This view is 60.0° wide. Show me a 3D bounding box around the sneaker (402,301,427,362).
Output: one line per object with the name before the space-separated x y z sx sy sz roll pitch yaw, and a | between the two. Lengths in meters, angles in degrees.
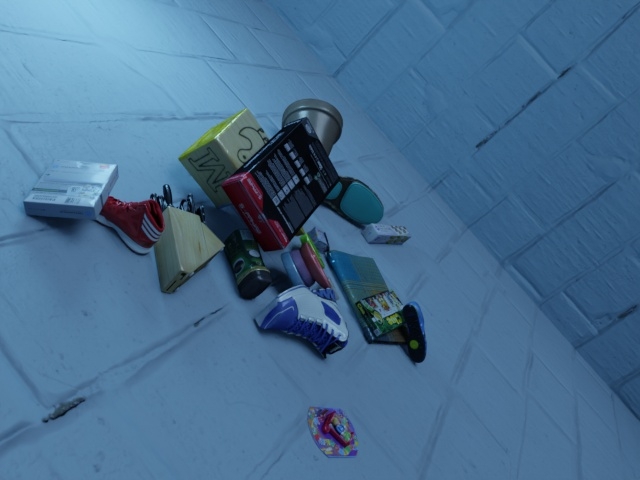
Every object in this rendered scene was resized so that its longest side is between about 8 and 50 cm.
sneaker | 0.337 0.315 1.918 0.082 0.069 0.209 -3 83 -60

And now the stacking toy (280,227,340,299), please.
stacking toy | -0.075 0.064 1.737 0.309 0.130 0.279 65 3 39

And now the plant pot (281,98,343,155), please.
plant pot | -0.041 -0.421 2.325 0.263 0.263 0.229 29 48 -32

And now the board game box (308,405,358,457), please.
board game box | 0.043 0.469 1.381 0.169 0.033 0.133 20 36 -42

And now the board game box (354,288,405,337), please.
board game box | 0.221 0.245 1.900 0.136 0.030 0.260 58 28 13

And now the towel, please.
towel | 0.175 0.202 1.960 0.271 0.040 0.370 14 43 -47

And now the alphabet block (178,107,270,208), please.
alphabet block | -0.262 -0.240 1.645 0.197 0.193 0.192 53 44 -22

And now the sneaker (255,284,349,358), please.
sneaker | -0.014 0.229 1.527 0.315 0.127 0.182 5 46 -56

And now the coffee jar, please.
coffee jar | -0.199 0.064 1.517 0.079 0.096 0.184 13 42 -45

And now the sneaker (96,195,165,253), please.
sneaker | -0.455 -0.082 1.298 0.221 0.128 0.087 41 26 -13

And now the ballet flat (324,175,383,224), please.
ballet flat | 0.061 -0.211 2.266 0.483 0.164 0.182 22 15 -39

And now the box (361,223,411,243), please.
box | 0.295 -0.026 2.435 0.324 0.067 0.063 3 49 -56

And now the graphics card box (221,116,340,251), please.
graphics card box | -0.100 -0.167 1.588 0.233 0.094 0.371 58 45 -23

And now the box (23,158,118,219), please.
box | -0.548 -0.116 1.231 0.145 0.038 0.186 4 37 -6

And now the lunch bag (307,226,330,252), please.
lunch bag | 0.000 0.000 1.964 0.083 0.053 0.071 35 28 -43

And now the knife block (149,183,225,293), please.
knife block | -0.373 -0.022 1.388 0.242 0.088 0.275 45 26 -3
